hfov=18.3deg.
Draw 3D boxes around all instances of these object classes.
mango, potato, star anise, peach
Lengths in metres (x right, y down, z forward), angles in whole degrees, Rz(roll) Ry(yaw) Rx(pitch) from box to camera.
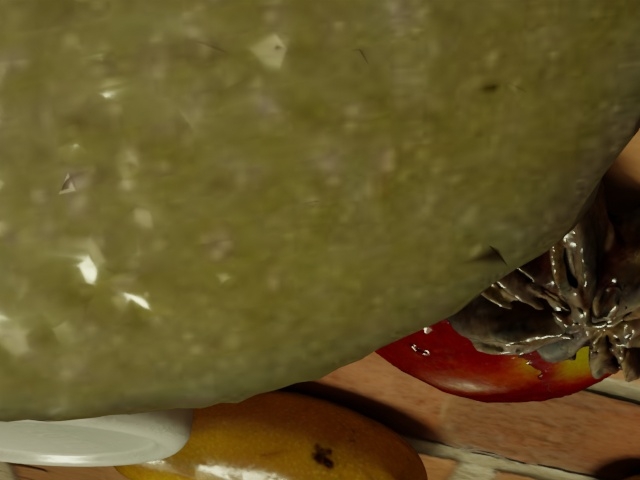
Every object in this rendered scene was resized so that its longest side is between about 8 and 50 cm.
[{"bbox_3d":[-0.045,0.193,1.778,0.295,0.120,0.177,19,165,-9],"label":"mango"},{"bbox_3d":[-0.083,-0.197,0.618,0.385,0.319,0.442,-6,137,-14],"label":"potato"},{"bbox_3d":[0.171,0.026,1.290,0.229,0.093,0.236,-8,148,27],"label":"star anise"},{"bbox_3d":[0.096,0.066,1.461,0.279,0.068,0.189,3,154,23],"label":"peach"}]

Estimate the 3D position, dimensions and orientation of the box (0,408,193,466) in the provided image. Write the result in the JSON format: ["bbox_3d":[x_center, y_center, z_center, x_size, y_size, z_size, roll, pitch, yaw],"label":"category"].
[{"bbox_3d":[-0.186,0.039,1.314,0.262,0.206,0.291,12,160,-28],"label":"box"}]

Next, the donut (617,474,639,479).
[{"bbox_3d":[0.388,0.322,1.782,0.360,0.170,0.360,6,156,3],"label":"donut"}]
